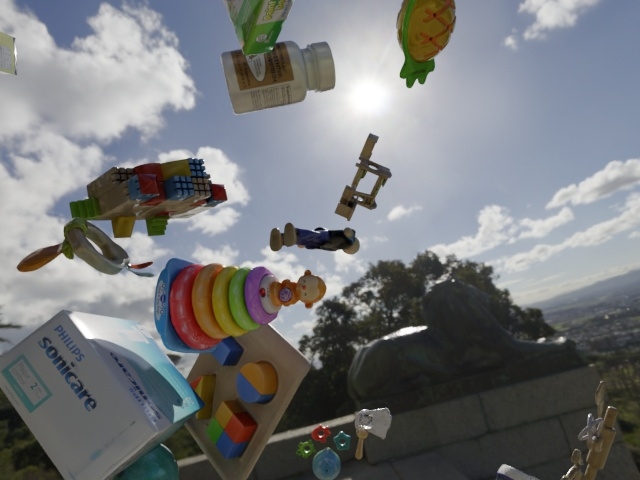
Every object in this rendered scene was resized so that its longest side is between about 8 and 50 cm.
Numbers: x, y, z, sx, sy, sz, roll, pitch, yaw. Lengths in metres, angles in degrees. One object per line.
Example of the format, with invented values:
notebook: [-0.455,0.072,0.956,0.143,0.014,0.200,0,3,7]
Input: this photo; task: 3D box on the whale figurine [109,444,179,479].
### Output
whale figurine: [-0.390,0.573,0.947,0.141,0.271,0.216,-2,-34,10]

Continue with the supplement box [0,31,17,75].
supplement box: [-0.499,-0.274,0.633,0.084,0.056,0.083,3,11,-6]

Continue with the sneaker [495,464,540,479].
sneaker: [0.561,0.824,1.327,0.130,0.236,0.322,18,-28,24]

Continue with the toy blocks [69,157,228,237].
toy blocks: [-0.400,-0.132,1.162,0.261,0.190,0.382,-16,-6,37]

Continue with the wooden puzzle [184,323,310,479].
wooden puzzle: [-0.225,0.359,1.108,0.081,0.322,0.347,27,-85,-52]

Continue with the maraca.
maraca: [0.189,-0.375,0.811,0.127,0.099,0.185,-25,-46,-34]

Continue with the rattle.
rattle: [-0.446,0.056,0.878,0.142,0.130,0.199,-53,-25,-10]

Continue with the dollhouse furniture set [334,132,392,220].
dollhouse furniture set: [0.127,-0.155,1.154,0.101,0.161,0.181,24,-55,1]

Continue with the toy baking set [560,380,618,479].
toy baking set: [0.493,0.374,0.804,0.197,0.256,0.030,12,7,-46]

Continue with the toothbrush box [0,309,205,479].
toothbrush box: [-0.327,0.239,0.713,0.126,0.216,0.295,-40,-8,-11]

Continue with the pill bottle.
pill bottle: [-0.090,-0.359,0.966,0.230,0.131,0.131,-13,-14,-7]

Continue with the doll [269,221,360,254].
doll: [0.000,0.000,0.798,0.189,0.046,0.129,5,-15,-43]

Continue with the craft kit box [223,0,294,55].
craft kit box: [-0.098,-0.438,0.614,0.061,0.246,0.250,-16,-6,-25]

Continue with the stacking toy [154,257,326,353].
stacking toy: [-0.131,0.106,0.806,0.302,0.175,0.166,-10,-20,21]

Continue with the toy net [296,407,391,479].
toy net: [0.062,0.465,1.064,0.232,0.122,0.045,-38,-7,-5]
